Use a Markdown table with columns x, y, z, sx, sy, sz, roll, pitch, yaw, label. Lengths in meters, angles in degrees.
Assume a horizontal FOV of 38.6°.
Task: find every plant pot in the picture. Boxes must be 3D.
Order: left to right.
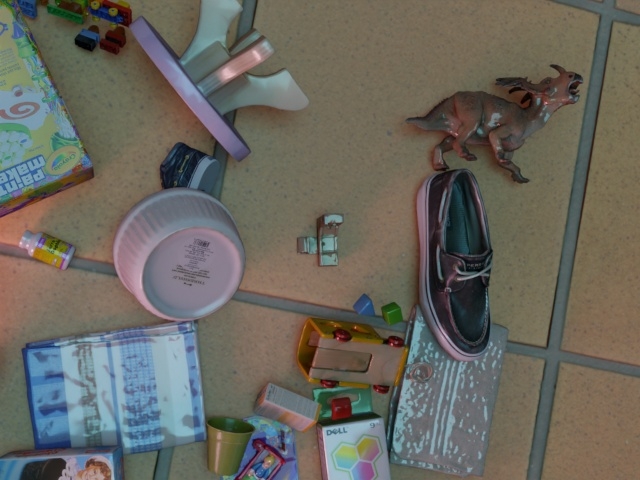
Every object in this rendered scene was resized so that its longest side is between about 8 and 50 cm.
| x | y | z | sx | sy | sz | roll | pitch | yaw | label |
| --- | --- | --- | --- | --- | --- | --- | --- | --- | --- |
| -0.155 | 0.340 | 1.499 | 0.083 | 0.083 | 0.079 | 10 | 95 | -12 | plant pot |

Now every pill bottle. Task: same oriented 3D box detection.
| x | y | z | sx | sy | sz | roll | pitch | yaw | label |
| --- | --- | --- | --- | --- | --- | --- | --- | --- | --- |
| -0.441 | 0.013 | 1.472 | 0.083 | 0.043 | 0.043 | 24 | 83 | -11 | pill bottle |

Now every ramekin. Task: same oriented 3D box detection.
| x | y | z | sx | sy | sz | roll | pitch | yaw | label |
| --- | --- | --- | --- | --- | --- | --- | --- | --- | --- |
| -0.217 | 0.030 | 1.445 | 0.207 | 0.109 | 0.207 | -10 | 118 | -20 | ramekin |

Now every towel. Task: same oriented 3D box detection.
| x | y | z | sx | sy | sz | roll | pitch | yaw | label |
| --- | --- | --- | --- | --- | --- | --- | --- | --- | --- |
| -0.330 | 0.247 | 1.493 | 0.285 | 0.034 | 0.209 | -7 | 91 | -11 | towel |
| 0.223 | 0.268 | 1.609 | 0.187 | 0.049 | 0.282 | 14 | 83 | -13 | towel |

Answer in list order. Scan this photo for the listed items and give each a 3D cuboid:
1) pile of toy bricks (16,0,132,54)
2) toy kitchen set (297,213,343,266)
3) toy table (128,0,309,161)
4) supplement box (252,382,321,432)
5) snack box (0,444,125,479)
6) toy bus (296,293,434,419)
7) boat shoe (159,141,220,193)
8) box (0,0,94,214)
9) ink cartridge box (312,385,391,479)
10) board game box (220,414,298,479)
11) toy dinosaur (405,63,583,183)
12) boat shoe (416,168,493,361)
| x | y | z | sx | sy | sz | roll | pitch | yaw | label |
| --- | --- | --- | --- | --- | --- | --- | --- | --- | --- |
| -0.389 | -0.396 | 1.485 | 0.212 | 0.118 | 0.105 | 22 | 54 | 5 | pile of toy bricks |
| 0.000 | 0.000 | 1.555 | 0.068 | 0.075 | 0.083 | -1 | 84 | -12 | toy kitchen set |
| -0.154 | -0.279 | 1.460 | 0.161 | 0.252 | 0.274 | -37 | 119 | 3 | toy table |
| -0.056 | 0.281 | 1.534 | 0.098 | 0.062 | 0.036 | 25 | 55 | -11 | supplement box |
| -0.394 | 0.488 | 1.425 | 0.187 | 0.060 | 0.322 | -5 | 90 | 4 | snack box |
| 0.060 | 0.188 | 1.542 | 0.191 | 0.104 | 0.202 | -33 | 117 | -6 | toy bus |
| -0.238 | -0.070 | 1.518 | 0.083 | 0.065 | 0.183 | 30 | 99 | 23 | boat shoe |
| -0.537 | -0.172 | 1.391 | 0.290 | 0.177 | 0.279 | -25 | 93 | -13 | box |
| 0.055 | 0.354 | 1.559 | 0.109 | 0.062 | 0.209 | -6 | 88 | -12 | ink cartridge box |
| -0.102 | 0.381 | 1.538 | 0.133 | 0.033 | 0.169 | -5 | 88 | -13 | board game box |
| 0.296 | -0.222 | 1.615 | 0.295 | 0.127 | 0.200 | 7 | 78 | 0 | toy dinosaur |
| 0.235 | 0.038 | 1.560 | 0.121 | 0.119 | 0.335 | -7 | 81 | -20 | boat shoe |
